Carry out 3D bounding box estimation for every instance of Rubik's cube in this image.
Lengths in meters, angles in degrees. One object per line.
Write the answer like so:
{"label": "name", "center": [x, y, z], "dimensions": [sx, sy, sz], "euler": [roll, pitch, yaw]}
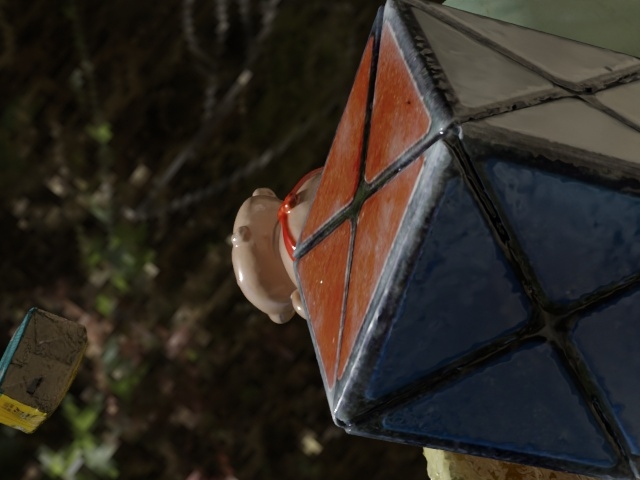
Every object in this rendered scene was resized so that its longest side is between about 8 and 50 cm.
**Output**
{"label": "Rubik's cube", "center": [0.143, -0.002, 1.460], "dimensions": [0.260, 0.259, 0.255], "euler": [15, -153, -16]}

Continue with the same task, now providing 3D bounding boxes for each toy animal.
{"label": "toy animal", "center": [0.000, 0.000, 2.176], "dimensions": [0.198, 0.171, 0.171], "euler": [-16, 141, 42]}

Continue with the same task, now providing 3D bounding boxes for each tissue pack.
{"label": "tissue pack", "center": [-0.340, 0.158, 2.342], "dimensions": [0.082, 0.120, 0.169], "euler": [25, 161, -9]}

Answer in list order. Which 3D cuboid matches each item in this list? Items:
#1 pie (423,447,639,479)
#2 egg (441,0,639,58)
{"label": "pie", "center": [0.239, 0.244, 1.976], "dimensions": [0.339, 0.083, 0.339], "euler": [24, -147, -17]}
{"label": "egg", "center": [0.254, -0.170, 1.925], "dimensions": [0.230, 0.371, 0.230], "euler": [164, 90, -81]}
